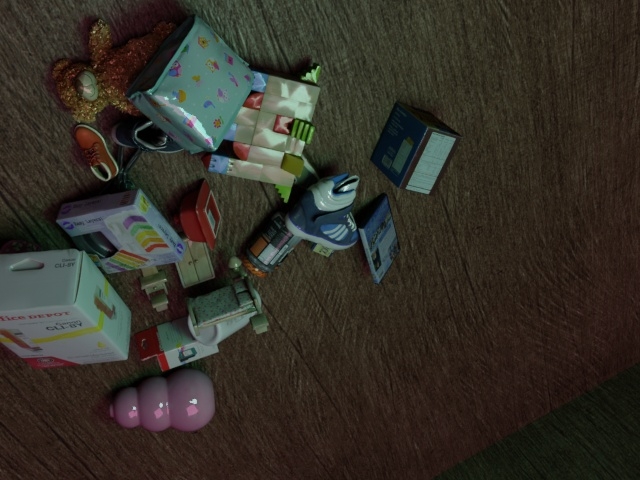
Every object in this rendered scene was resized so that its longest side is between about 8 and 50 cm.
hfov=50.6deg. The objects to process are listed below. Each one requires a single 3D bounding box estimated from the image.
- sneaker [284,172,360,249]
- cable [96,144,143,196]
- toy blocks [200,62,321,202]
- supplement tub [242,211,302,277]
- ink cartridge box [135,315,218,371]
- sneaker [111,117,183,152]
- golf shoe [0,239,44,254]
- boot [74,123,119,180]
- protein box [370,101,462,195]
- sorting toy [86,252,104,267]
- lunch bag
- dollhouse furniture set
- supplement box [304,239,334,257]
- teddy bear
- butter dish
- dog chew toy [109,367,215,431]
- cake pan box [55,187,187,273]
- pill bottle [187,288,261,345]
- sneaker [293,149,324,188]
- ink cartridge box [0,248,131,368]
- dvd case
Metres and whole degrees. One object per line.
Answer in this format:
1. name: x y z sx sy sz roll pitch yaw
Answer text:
1. sneaker: 0.068 -0.094 2.043 0.323 0.130 0.236 11 135 -46
2. cable: -0.539 -0.167 1.833 0.139 0.072 0.287 4 108 -8
3. toy blocks: -0.171 -0.315 1.830 0.261 0.191 0.381 10 112 -19
4. supplement tub: -0.148 0.015 2.082 0.117 0.117 0.190 32 105 -37
5. ink cartridge box: -0.452 0.321 2.131 0.231 0.134 0.078 -18 128 -13
6. sneaker: -0.393 -0.267 1.727 0.226 0.163 0.086 -7 99 -39
7. golf shoe: -0.753 0.093 1.871 0.140 0.115 0.306 -33 138 32
8. boot: -0.576 -0.223 1.726 0.059 0.084 0.158 -29 110 9
9. protein box: 0.283 -0.276 2.037 0.136 0.200 0.201 10 117 -30
10. sorting toy: -0.646 0.053 1.874 0.083 0.012 0.062 8 145 17
11. lunch bag: -0.294 -0.374 1.612 0.223 0.160 0.262 41 66 -33
12. dollhouse furniture set: -0.349 0.136 1.914 0.303 0.355 0.174 -19 127 -12
13. supplement box: 0.000 0.000 2.163 0.083 0.083 0.056 22 110 -35
14. teddy bear: -0.473 -0.408 1.649 0.338 0.113 0.245 -8 122 -21
15. butter dish: -0.360 -0.067 1.927 0.118 0.160 0.160 -8 128 8
16. dog chew toy: -0.516 0.531 2.210 0.332 0.206 0.206 -5 124 -13
17. cake pan box: -0.537 -0.020 1.825 0.267 0.070 0.246 -8 137 19
18. pill bottle: -0.290 0.223 2.092 0.229 0.131 0.131 -29 141 -55
19. sneaker: -0.046 -0.190 2.035 0.086 0.064 0.192 -22 140 13
20. ink cartridge box: -0.696 0.191 1.781 0.279 0.160 0.384 -6 149 2
21. dvd case: 0.198 -0.004 2.230 0.180 0.022 0.253 -54 140 -36
